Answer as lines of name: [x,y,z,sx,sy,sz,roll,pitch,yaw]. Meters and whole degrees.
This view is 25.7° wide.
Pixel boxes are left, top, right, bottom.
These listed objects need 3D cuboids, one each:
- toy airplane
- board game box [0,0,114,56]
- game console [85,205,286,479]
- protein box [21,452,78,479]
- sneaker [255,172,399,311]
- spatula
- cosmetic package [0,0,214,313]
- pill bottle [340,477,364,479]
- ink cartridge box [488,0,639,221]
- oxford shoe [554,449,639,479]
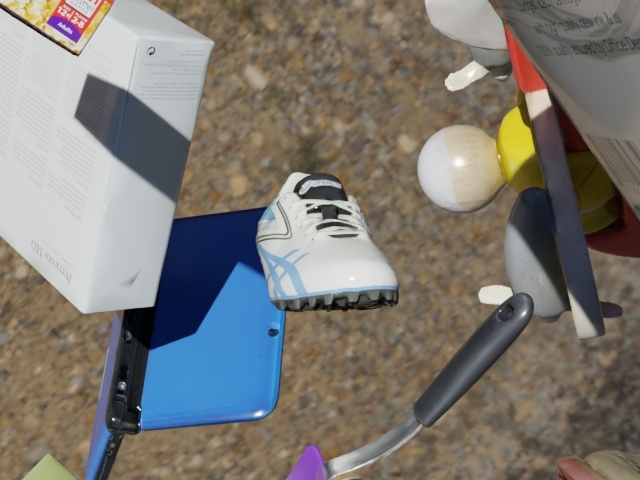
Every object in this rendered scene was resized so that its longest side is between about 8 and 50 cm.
toy airplane: [0.197,-0.115,1.296,0.384,0.272,0.386,63,26,-1]
board game box: [-0.219,-0.184,0.858,0.193,0.147,0.045,33,90,-13]
game console: [-0.152,0.125,1.627,0.173,0.250,0.293,13,51,-10]
protein box: [-0.239,0.332,1.215,0.201,0.136,0.200,43,19,-2]
sneaker: [0.000,0.000,0.979,0.085,0.237,0.086,-1,100,-11]
spatula: [0.052,0.141,1.030,0.030,0.296,0.084,32,23,-34]
cosmetic package: [-0.276,-0.137,1.449,0.097,0.284,0.377,-2,27,-42]
pill bottle: [0.079,0.355,1.628,0.103,0.184,0.103,-15,115,-36]
ink cartridge box: [0.165,-0.111,0.575,0.129,0.223,0.307,-38,100,-3]
oxford shoe: [0.229,0.178,0.904,0.130,0.348,0.123,-19,83,6]
